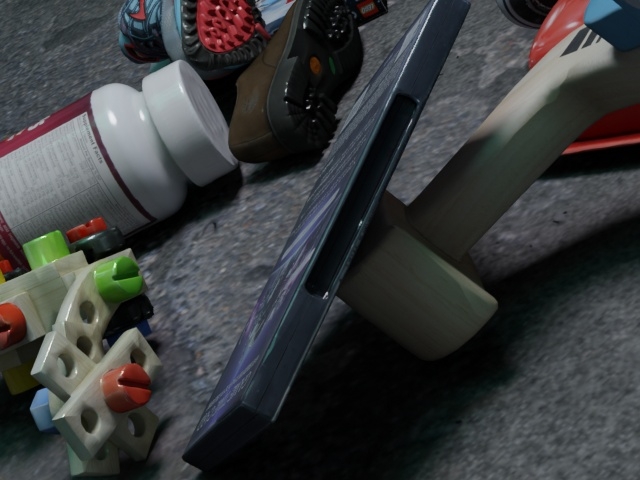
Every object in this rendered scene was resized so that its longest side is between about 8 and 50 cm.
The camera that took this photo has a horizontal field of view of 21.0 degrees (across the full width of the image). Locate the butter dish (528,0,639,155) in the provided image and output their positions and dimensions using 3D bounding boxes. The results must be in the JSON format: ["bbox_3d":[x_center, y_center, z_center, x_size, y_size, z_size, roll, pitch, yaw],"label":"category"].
[{"bbox_3d":[0.203,-0.142,1.144,0.160,0.118,0.160,-6,36,42],"label":"butter dish"}]

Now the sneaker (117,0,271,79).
[{"bbox_3d":[-0.123,-0.192,1.553,0.125,0.104,0.262,-44,23,18],"label":"sneaker"}]

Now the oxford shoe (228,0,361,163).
[{"bbox_3d":[-0.029,-0.145,1.452,0.096,0.083,0.227,-21,26,31],"label":"oxford shoe"}]

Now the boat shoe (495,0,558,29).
[{"bbox_3d":[0.268,-0.216,1.226,0.301,0.108,0.102,-17,29,10],"label":"boat shoe"}]

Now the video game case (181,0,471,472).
[{"bbox_3d":[0.000,0.000,1.028,0.274,0.026,0.196,-65,6,-20],"label":"video game case"}]

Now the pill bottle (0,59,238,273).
[{"bbox_3d":[-0.187,-0.054,1.417,0.221,0.121,0.121,-27,26,10],"label":"pill bottle"}]

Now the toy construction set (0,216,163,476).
[{"bbox_3d":[-0.237,0.079,1.202,0.328,0.151,0.215,-4,12,32],"label":"toy construction set"}]

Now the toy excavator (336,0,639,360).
[{"bbox_3d":[0.206,-0.131,0.923,0.433,0.222,0.445,-55,9,-14],"label":"toy excavator"}]

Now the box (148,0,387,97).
[{"bbox_3d":[-0.050,-0.215,1.638,0.233,0.044,0.159,-25,27,15],"label":"box"}]
